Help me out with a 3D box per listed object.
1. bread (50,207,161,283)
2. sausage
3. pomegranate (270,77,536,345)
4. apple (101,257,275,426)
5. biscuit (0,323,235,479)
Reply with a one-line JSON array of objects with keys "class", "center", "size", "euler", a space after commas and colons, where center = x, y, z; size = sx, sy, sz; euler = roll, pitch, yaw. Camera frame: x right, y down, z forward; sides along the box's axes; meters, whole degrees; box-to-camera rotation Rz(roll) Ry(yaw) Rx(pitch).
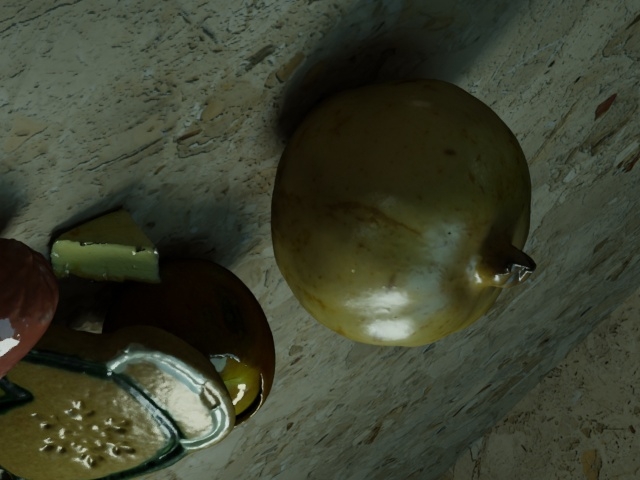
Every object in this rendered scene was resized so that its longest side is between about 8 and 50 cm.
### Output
[{"class": "bread", "center": [-0.248, 0.022, 1.343], "size": [0.109, 0.080, 0.084], "euler": [-26, 153, -25]}, {"class": "sausage", "center": [-0.377, 0.092, 1.232], "size": [0.254, 0.148, 0.148], "euler": [-43, 156, 20]}, {"class": "pomegranate", "center": [0.110, -0.020, 1.400], "size": [0.342, 0.342, 0.342], "euler": [-29, 156, -14]}, {"class": "apple", "center": [-0.162, 0.140, 1.525], "size": [0.237, 0.207, 0.237], "euler": [-29, 154, -16]}, {"class": "biscuit", "center": [-0.288, 0.198, 1.412], "size": [0.344, 0.057, 0.287], "euler": [-20, 129, 19]}]
